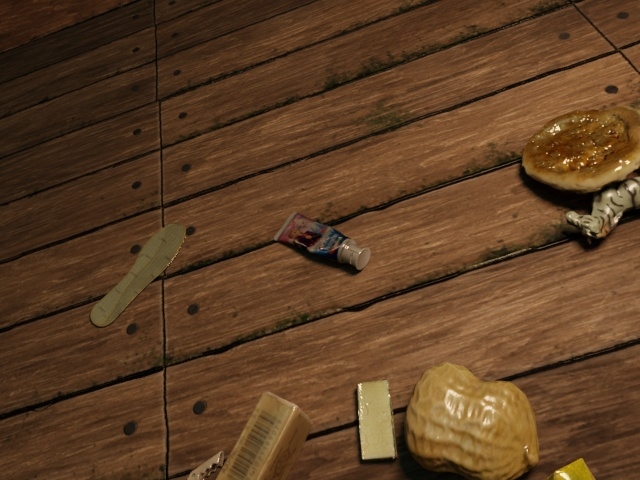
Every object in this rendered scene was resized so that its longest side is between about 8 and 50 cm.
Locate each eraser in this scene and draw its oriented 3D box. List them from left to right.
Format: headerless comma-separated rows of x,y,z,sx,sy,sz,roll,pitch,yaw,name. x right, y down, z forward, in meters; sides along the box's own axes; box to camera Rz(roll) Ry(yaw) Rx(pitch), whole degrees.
-0.136,0.458,0.923,0.078,0.144,0.343,19,64,25,eraser

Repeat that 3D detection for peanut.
0.269,0.328,0.905,0.233,0.110,0.196,11,62,26,peanut

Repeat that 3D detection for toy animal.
0.633,-0.107,1.101,0.255,0.090,0.170,-34,46,4,toy animal

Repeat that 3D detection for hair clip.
-0.271,0.512,0.998,0.072,0.034,0.226,18,64,27,hair clip

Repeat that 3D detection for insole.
-0.483,0.085,1.364,0.119,0.009,0.348,27,68,29,insole

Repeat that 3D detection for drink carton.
0.438,0.453,0.787,0.075,0.084,0.200,-13,50,-20,drink carton

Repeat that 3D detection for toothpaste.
0.000,0.000,1.249,0.266,0.061,0.096,23,68,36,toothpaste

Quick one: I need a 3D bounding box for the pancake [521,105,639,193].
0.591,-0.210,1.143,0.283,0.049,0.282,-26,34,19,pancake

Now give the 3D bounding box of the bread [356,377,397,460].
0.109,0.349,0.991,0.068,0.028,0.153,-10,56,11,bread
